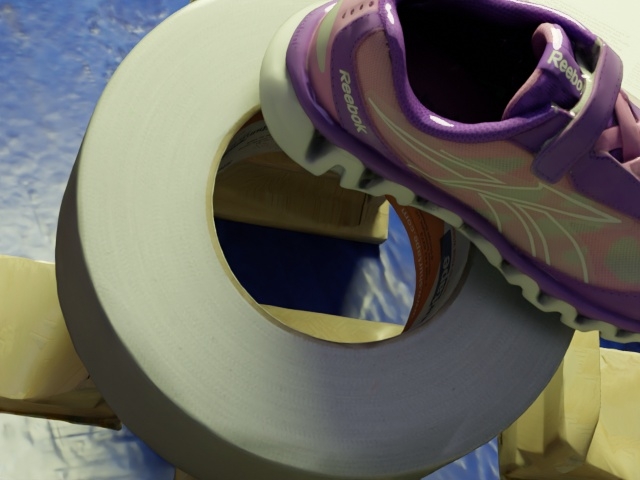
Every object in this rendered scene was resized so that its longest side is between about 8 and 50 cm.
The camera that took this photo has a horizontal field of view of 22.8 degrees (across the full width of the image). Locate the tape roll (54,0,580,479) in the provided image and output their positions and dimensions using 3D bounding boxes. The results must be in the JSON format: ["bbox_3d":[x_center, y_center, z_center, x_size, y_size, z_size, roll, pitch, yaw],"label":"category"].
[{"bbox_3d":[0.000,0.000,0.676,0.219,0.072,0.219,6,69,-16],"label":"tape roll"}]

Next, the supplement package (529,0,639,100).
[{"bbox_3d":[0.194,-0.090,1.047,0.194,0.149,0.203,30,46,10],"label":"supplement package"}]

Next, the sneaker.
[{"bbox_3d":[0.094,-0.037,0.622,0.236,0.104,0.095,26,64,-8],"label":"sneaker"}]

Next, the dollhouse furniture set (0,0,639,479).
[{"bbox_3d":[-0.017,0.070,0.827,0.362,0.256,0.394,9,69,-14],"label":"dollhouse furniture set"}]
